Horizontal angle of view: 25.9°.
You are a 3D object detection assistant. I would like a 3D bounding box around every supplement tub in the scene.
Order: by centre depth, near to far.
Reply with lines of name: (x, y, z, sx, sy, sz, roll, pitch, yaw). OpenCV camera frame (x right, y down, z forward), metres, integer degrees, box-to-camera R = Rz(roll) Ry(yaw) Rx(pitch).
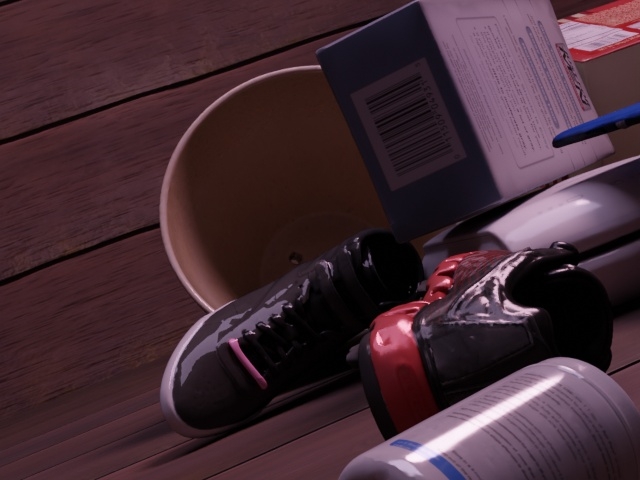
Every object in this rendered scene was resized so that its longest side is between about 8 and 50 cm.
supplement tub: (0.064, 0.092, 0.511, 0.107, 0.071, 0.071, -21, 1, -37)

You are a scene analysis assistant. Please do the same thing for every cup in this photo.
cup: (0.000, 0.000, 1.595, 0.331, 0.331, 0.237, -21, -22, -3)

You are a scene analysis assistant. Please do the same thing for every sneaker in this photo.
sneaker: (0.118, 0.053, 0.846, 0.135, 0.097, 0.276, -21, 3, 20)
sneaker: (-0.020, 0.074, 1.297, 0.296, 0.104, 0.147, -35, 1, -37)

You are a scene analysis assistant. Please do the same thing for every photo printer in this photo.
photo printer: (0.241, -0.003, 1.232, 0.256, 0.107, 0.307, -21, 1, -9)

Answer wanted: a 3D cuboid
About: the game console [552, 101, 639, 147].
game console: (0.378, -0.080, 1.084, 0.293, 0.250, 0.173, -21, -29, -21)

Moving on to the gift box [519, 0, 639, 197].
gift box: (0.366, -0.127, 1.636, 0.255, 0.258, 0.276, -19, 20, -11)

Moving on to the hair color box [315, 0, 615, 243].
hair color box: (0.153, -0.127, 1.330, 0.113, 0.185, 0.374, -24, -1, 28)
